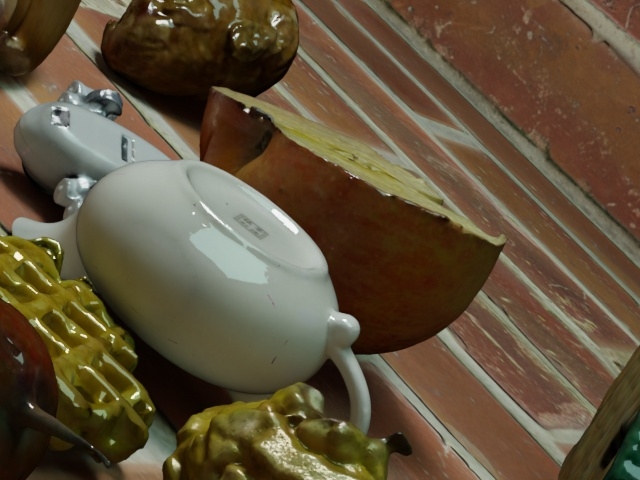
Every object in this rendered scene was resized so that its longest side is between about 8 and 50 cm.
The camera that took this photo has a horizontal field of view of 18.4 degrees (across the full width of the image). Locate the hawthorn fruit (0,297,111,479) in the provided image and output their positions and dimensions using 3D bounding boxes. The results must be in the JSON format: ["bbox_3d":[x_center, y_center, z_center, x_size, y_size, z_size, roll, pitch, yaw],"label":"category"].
[{"bbox_3d":[-0.185,0.070,0.951,0.149,0.189,0.149,-11,90,-82],"label":"hawthorn fruit"}]

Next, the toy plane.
[{"bbox_3d":[-0.169,-0.051,1.558,0.174,0.080,0.174,35,34,-28],"label":"toy plane"}]

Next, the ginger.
[{"bbox_3d":[-0.109,-0.224,2.074,0.321,0.172,0.165,-19,98,-75],"label":"ginger"}]

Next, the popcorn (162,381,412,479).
[{"bbox_3d":[-0.019,0.161,1.202,0.167,0.152,0.148,44,-13,20],"label":"popcorn"}]

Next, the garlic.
[{"bbox_3d":[-0.257,-0.260,1.698,0.110,0.228,0.217,22,-9,12],"label":"garlic"}]

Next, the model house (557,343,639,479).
[{"bbox_3d":[0.419,0.247,1.706,0.382,0.335,0.342,30,12,1],"label":"model house"}]

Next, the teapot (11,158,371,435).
[{"bbox_3d":[-0.078,0.041,1.405,0.298,0.139,0.204,41,12,13],"label":"teapot"}]

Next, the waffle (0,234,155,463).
[{"bbox_3d":[-0.216,0.037,1.221,0.291,0.051,0.291,37,12,-9],"label":"waffle"}]

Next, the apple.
[{"bbox_3d":[0.000,0.000,1.675,0.251,0.163,0.293,23,7,-24],"label":"apple"}]
